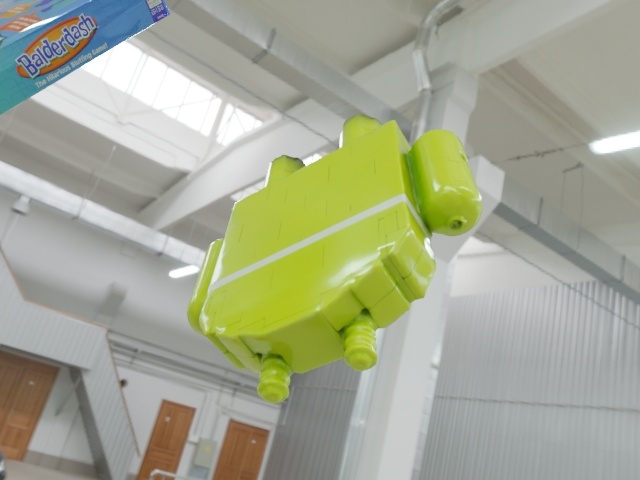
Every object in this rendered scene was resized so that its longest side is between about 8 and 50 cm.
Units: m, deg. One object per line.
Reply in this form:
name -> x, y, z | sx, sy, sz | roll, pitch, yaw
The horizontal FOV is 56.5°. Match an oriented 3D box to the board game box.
board game box -> -0.267, -0.184, 0.538 | 0.160, 0.210, 0.047 | 24, -33, 38

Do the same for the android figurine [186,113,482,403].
android figurine -> 0.000, 0.000, 0.457 | 0.248, 0.273, 0.056 | -26, -58, 18
